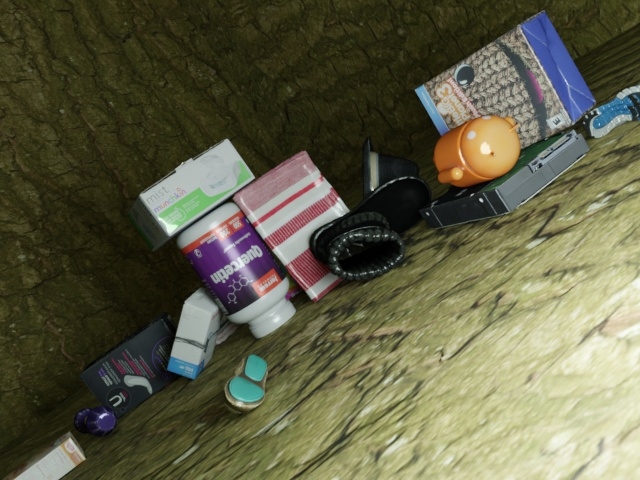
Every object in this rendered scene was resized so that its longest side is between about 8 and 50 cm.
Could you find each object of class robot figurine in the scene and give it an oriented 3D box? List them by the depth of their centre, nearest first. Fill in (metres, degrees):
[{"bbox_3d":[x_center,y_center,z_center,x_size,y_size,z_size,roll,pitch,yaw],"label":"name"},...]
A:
[{"bbox_3d":[0.313,-0.179,1.428,0.158,0.128,0.219,-3,-4,-19],"label":"robot figurine"}]

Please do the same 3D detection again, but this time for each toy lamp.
[{"bbox_3d":[-0.594,0.476,1.886,0.080,0.080,0.275,-38,8,-31],"label":"toy lamp"}]

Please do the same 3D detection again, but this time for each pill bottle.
[{"bbox_3d":[-0.200,0.078,1.776,0.182,0.322,0.181,-34,6,4],"label":"pill bottle"}]

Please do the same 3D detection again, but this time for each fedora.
[{"bbox_3d":[0.198,-0.141,1.973,0.153,0.333,0.334,-3,11,6],"label":"fedora"}]

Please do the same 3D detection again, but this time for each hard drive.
[{"bbox_3d":[0.381,-0.123,1.526,0.237,0.064,0.339,-36,6,-18],"label":"hard drive"}]

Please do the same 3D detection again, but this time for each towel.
[{"bbox_3d":[-0.031,-0.041,1.782,0.237,0.329,0.037,-37,-1,-26],"label":"towel"},{"bbox_3d":[-0.311,0.257,2.241,0.317,0.053,0.332,-28,8,44],"label":"towel"}]

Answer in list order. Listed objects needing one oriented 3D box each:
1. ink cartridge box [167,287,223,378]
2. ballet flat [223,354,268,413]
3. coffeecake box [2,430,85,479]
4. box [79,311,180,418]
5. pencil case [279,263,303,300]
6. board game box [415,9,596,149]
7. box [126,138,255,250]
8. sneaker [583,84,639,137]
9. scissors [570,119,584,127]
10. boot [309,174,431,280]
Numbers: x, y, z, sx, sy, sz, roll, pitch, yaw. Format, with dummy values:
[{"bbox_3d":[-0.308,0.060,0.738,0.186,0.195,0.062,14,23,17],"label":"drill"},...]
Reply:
[{"bbox_3d":[-0.314,0.235,1.828,0.139,0.082,0.190,-54,-17,-72],"label":"ink cartridge box"},{"bbox_3d":[-0.134,0.267,1.257,0.067,0.073,0.206,-61,-2,11],"label":"ballet flat"},{"bbox_3d":[-0.669,0.553,1.728,0.186,0.068,0.142,-36,5,-21],"label":"coffeecake box"},{"bbox_3d":[-0.502,0.347,1.998,0.270,0.165,0.143,-34,7,-4],"label":"box"},{"bbox_3d":[-0.024,0.077,1.951,0.236,0.104,0.104,-32,6,32],"label":"pencil case"},{"bbox_3d":[0.398,-0.314,1.558,0.291,0.232,0.141,-26,7,47],"label":"board game box"},{"bbox_3d":[-0.325,-0.111,1.760,0.262,0.126,0.231,-37,6,-25],"label":"box"},{"bbox_3d":[0.621,-0.273,1.435,0.083,0.071,0.191,-31,4,-27],"label":"sneaker"},{"bbox_3d":[0.661,-0.297,1.648,0.109,0.021,0.297,-37,6,-9],"label":"scissors"},{"bbox_3d":[0.147,-0.030,1.647,0.348,0.131,0.260,-35,11,-9],"label":"boot"}]
